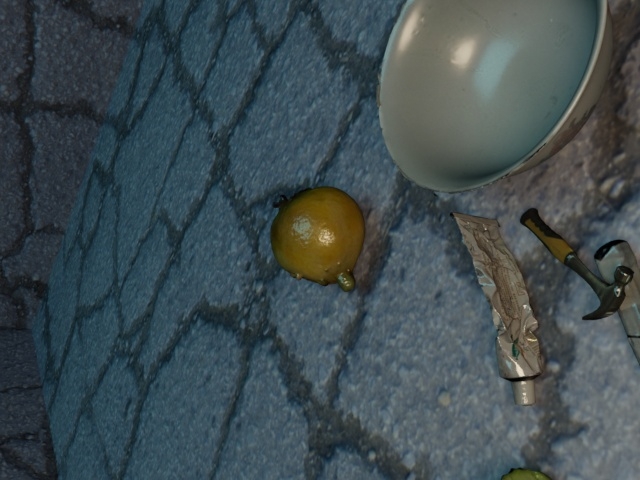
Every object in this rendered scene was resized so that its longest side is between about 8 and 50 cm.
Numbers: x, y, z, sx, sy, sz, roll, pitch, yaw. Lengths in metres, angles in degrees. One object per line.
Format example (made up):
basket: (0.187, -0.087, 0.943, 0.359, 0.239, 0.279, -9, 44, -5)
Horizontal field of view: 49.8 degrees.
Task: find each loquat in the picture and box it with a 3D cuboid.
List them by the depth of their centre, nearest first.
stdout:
loquat: (0.000, 0.000, 1.154, 0.172, 0.149, 0.204, -44, 62, 37)

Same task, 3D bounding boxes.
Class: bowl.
bowl: (0.240, -0.212, 0.864, 0.346, 0.157, 0.345, -18, 67, 51)

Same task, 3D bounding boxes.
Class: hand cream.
hand cream: (0.230, 0.080, 0.874, 0.050, 0.084, 0.256, -38, 56, 53)

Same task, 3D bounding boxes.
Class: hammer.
hammer: (0.369, 0.185, 0.682, 0.152, 0.044, 0.426, -38, 51, 44)
hammer: (0.291, 0.021, 0.814, 0.201, 0.021, 0.078, -116, 35, -57)

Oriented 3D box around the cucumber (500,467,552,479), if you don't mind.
cucumber: (0.192, 0.376, 0.814, 0.244, 0.134, 0.134, -59, 39, 41)
